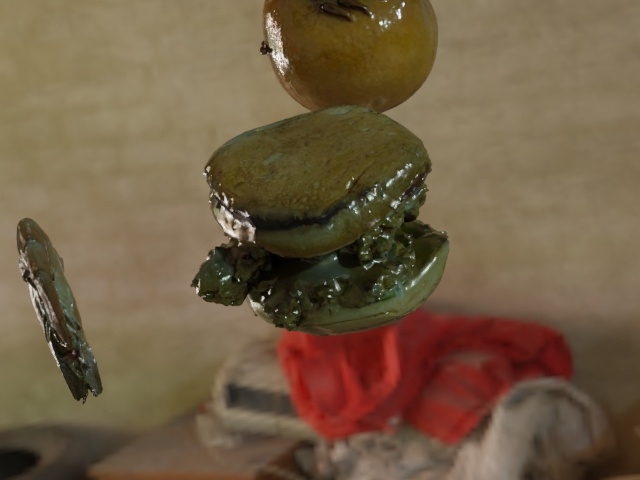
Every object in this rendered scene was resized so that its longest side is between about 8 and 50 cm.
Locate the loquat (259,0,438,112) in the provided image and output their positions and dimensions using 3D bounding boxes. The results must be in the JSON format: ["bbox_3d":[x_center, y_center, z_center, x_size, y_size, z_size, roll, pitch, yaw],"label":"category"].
[{"bbox_3d":[0.021,-0.163,1.337,0.141,0.141,0.141,-9,10,2],"label":"loquat"}]

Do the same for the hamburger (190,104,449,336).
[{"bbox_3d":[0.000,0.000,1.130,0.184,0.131,0.159,-21,31,-15],"label":"hamburger"}]

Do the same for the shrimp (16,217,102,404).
[{"bbox_3d":[-0.235,0.063,1.533,0.041,0.180,0.099,-21,15,-12],"label":"shrimp"}]
